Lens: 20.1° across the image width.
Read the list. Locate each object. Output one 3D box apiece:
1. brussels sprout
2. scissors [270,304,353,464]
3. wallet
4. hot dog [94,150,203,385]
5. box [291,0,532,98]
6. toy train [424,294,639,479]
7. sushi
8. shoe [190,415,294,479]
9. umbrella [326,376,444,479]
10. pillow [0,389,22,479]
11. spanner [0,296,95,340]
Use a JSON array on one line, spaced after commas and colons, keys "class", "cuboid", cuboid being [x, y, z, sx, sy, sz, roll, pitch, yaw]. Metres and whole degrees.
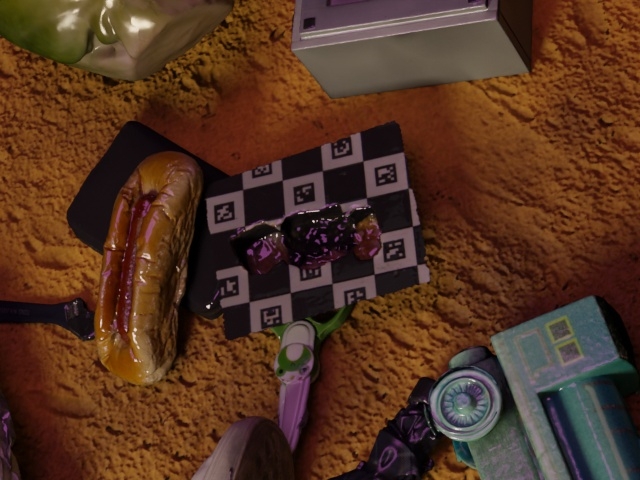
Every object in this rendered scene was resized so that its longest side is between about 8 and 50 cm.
[{"class": "brussels sprout", "cuboid": [-0.249, -0.324, 1.967, 0.289, 0.281, 0.355, -44, 66, 1]}, {"class": "scissors", "cuboid": [-0.023, 0.123, 1.797, 0.101, 0.027, 0.204, -3, 64, 25]}, {"class": "wallet", "cuboid": [-0.155, -0.022, 1.917, 0.250, 0.044, 0.149, 32, 86, 32]}, {"class": "hot dog", "cuboid": [-0.181, 0.026, 1.846, 0.084, 0.073, 0.242, 12, 92, 33]}, {"class": "box", "cuboid": [0.097, -0.285, 1.881, 0.225, 0.117, 0.225, -6, 64, 22]}, {"class": "toy train", "cuboid": [0.218, 0.205, 1.597, 0.194, 0.120, 0.298, -23, 59, 7]}, {"class": "sushi", "cuboid": [0.000, 0.000, 1.812, 0.215, 0.050, 0.192, -17, 58, 11]}, {"class": "shoe", "cuboid": [-0.142, 0.310, 1.713, 0.159, 0.124, 0.316, 8, 70, 35]}, {"class": "umbrella", "cuboid": [0.051, 0.227, 1.693, 0.080, 0.071, 0.224, 34, 75, -7]}, {"class": "pillow", "cuboid": [-0.441, 0.264, 1.855, 0.310, 0.138, 0.283, -34, 58, 3]}, {"class": "spanner", "cuboid": [-0.317, 0.082, 1.959, 0.208, 0.012, 0.046, 2, 69, 26]}]
